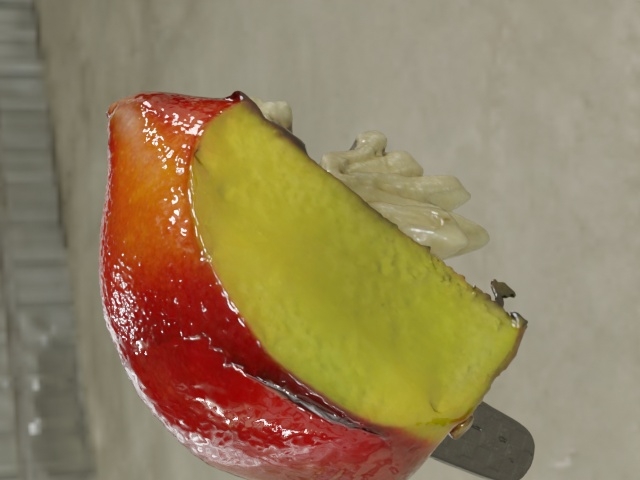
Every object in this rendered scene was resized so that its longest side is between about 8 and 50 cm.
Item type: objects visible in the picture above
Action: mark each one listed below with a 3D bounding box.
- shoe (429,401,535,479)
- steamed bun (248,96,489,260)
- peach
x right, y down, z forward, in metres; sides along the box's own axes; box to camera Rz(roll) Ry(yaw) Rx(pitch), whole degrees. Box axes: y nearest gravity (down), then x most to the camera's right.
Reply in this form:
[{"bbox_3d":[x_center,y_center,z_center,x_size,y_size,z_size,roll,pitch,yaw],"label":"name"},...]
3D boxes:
[{"bbox_3d":[0.092,0.148,1.294,0.049,0.179,0.071,-12,52,64],"label":"shoe"},{"bbox_3d":[0.000,0.000,1.345,0.189,0.247,0.428,-49,14,24],"label":"steamed bun"},{"bbox_3d":[-0.040,0.043,0.889,0.159,0.267,0.154,-40,17,42],"label":"peach"}]
